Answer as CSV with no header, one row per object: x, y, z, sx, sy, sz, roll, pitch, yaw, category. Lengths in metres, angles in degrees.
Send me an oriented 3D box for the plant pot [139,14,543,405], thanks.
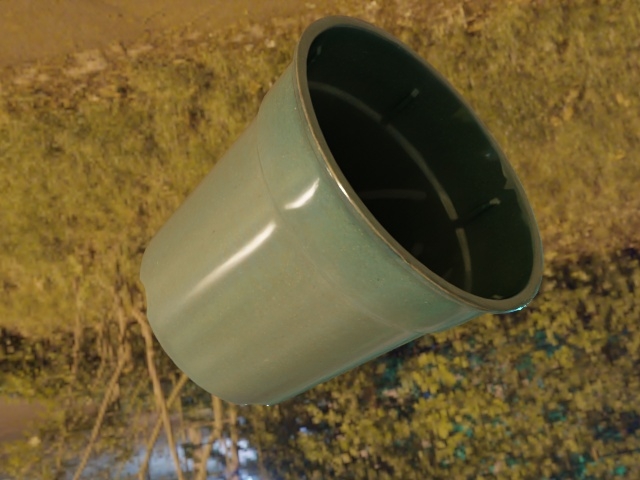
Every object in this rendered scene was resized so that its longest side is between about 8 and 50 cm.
0.000,0.000,0.916,0.341,0.341,0.334,8,144,-45,plant pot
